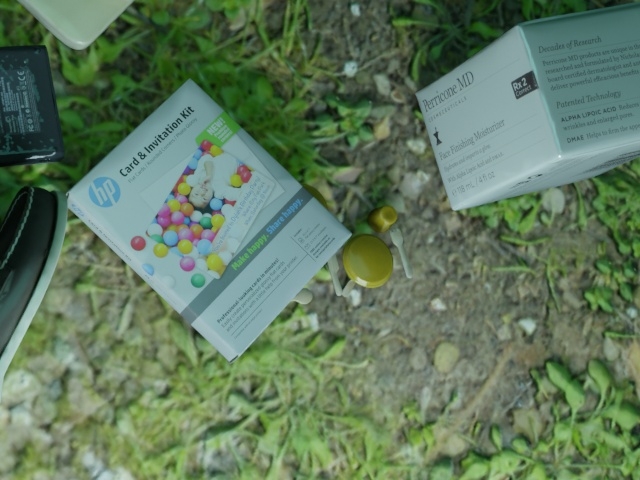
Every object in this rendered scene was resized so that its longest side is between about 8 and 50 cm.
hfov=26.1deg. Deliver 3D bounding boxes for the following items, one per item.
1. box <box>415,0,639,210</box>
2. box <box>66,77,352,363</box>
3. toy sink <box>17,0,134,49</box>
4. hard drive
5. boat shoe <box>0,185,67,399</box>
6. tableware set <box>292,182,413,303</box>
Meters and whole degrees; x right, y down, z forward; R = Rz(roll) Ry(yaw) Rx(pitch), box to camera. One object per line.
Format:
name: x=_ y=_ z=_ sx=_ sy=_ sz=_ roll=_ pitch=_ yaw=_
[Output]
box: x=0.213 y=-0.118 z=1.215 sx=0.181 sy=0.181 sz=0.119 roll=-14 pitch=83 yaw=-27
box: x=-0.089 y=-0.017 z=1.112 sx=0.186 sy=0.038 sz=0.145 roll=44 pitch=67 yaw=0
toy sink: x=-0.161 y=-0.296 z=1.110 sx=0.153 sy=0.131 sz=0.234 roll=44 pitch=64 yaw=-9
hard drive: x=-0.273 y=-0.102 z=1.070 sx=0.135 sy=0.022 sz=0.094 roll=-7 pitch=81 yaw=-27
boat shoe: x=-0.251 y=0.056 z=1.008 sx=0.068 sy=0.081 sz=0.228 roll=26 pitch=70 yaw=-22
tableware set: x=0.000 y=0.000 z=1.177 sx=0.154 sy=0.024 sz=0.104 roll=-11 pitch=79 yaw=-26
